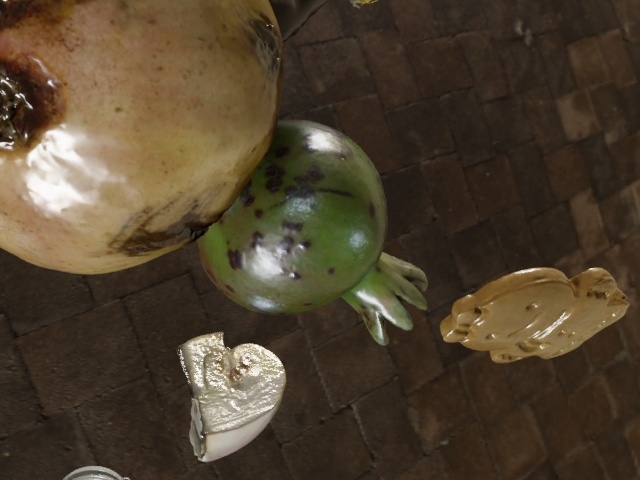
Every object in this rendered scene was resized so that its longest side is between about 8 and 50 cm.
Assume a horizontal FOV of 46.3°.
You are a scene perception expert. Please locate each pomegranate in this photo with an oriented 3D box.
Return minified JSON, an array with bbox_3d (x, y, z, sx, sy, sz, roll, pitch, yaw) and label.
[{"bbox_3d":[-0.184,-0.129,0.621,0.322,0.322,0.322,8,76,-36],"label":"pomegranate"},{"bbox_3d":[0.003,-0.005,0.872,0.306,0.242,0.242,26,63,-1],"label":"pomegranate"}]

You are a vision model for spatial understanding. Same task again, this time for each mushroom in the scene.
[{"bbox_3d":[-0.156,0.289,1.349,0.173,0.162,0.236,-8,41,-19],"label":"mushroom"}]

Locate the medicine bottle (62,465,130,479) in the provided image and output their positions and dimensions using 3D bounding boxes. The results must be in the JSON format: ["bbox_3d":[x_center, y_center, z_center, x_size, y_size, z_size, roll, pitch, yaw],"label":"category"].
[{"bbox_3d":[-0.278,0.365,0.875,0.135,0.215,0.135,-3,109,-9],"label":"medicine bottle"}]

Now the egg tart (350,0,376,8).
[{"bbox_3d":[0.047,-0.283,0.693,0.049,0.129,0.129,16,72,-27],"label":"egg tart"}]

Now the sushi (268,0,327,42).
[{"bbox_3d":[-0.139,-0.367,0.848,0.281,0.294,0.299,-29,116,-50],"label":"sushi"}]

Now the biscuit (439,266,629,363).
[{"bbox_3d":[0.193,0.066,0.651,0.184,0.133,0.027,27,36,-46],"label":"biscuit"}]
